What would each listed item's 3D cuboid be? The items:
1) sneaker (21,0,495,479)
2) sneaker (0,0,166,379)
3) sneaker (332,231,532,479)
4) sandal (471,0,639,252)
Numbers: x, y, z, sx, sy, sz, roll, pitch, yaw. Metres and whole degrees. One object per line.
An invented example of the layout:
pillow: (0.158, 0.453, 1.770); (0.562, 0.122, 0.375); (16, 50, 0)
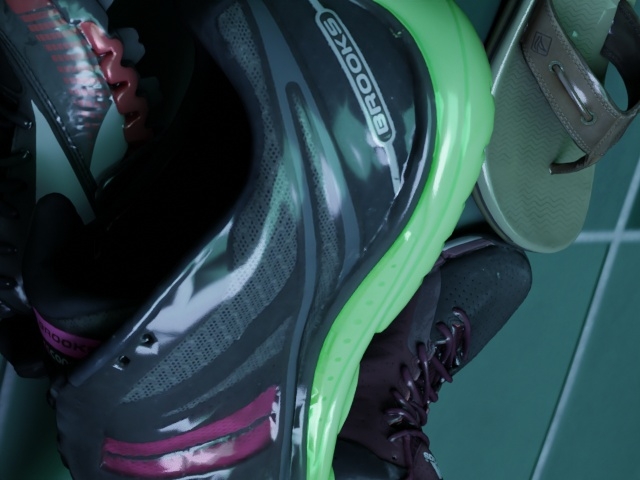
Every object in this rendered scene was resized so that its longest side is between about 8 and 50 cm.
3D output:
sneaker: (-0.080, 0.065, 0.991); (0.202, 0.185, 0.482); (11, 107, -27)
sneaker: (-0.156, -0.032, 1.027); (0.135, 0.097, 0.276); (-28, 131, -25)
sneaker: (0.067, 0.117, 1.247); (0.281, 0.162, 0.106); (-36, 133, -15)
sandal: (0.176, -0.126, 1.236); (0.120, 0.086, 0.302); (-6, 119, -36)
